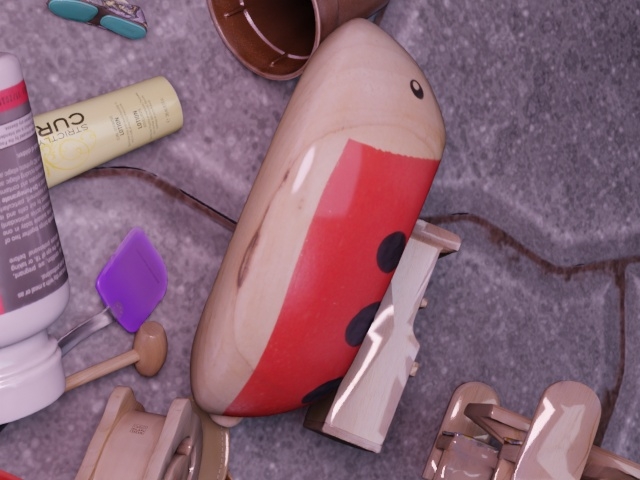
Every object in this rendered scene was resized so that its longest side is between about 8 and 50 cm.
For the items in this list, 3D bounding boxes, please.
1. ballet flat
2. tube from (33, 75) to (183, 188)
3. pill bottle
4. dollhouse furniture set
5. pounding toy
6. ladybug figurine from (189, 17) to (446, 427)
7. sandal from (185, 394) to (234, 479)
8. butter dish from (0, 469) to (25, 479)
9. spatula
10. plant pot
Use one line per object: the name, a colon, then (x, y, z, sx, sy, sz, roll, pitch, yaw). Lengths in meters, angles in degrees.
ballet flat: (-0.229, -0.239, 1.325, 0.114, 0.041, 0.041, 15, 85, -37)
tube: (-0.254, -0.097, 1.302, 0.240, 0.062, 0.070, -24, 66, -24)
pill bottle: (-0.327, 0.000, 1.177, 0.176, 0.176, 0.319, -20, 108, -34)
dollhouse furniture set: (0.215, 0.173, 1.509, 0.394, 0.362, 0.257, 23, 81, -6)
pounding toy: (-0.212, 0.225, 1.318, 0.154, 0.154, 0.270, 91, 12, -45)
ladybug figurine: (0.000, 0.000, 1.334, 0.161, 0.305, 0.449, 23, 106, 0)
sandal: (-0.134, 0.291, 1.426, 0.079, 0.088, 0.240, 43, 48, -68)
butter dish: (-0.302, 0.319, 1.264, 0.160, 0.118, 0.160, 34, 73, -35)
spatula: (-0.260, 0.110, 1.331, 0.296, 0.030, 0.084, -47, 124, -24)
plant pot: (-0.012, -0.283, 1.413, 0.165, 0.167, 0.167, -35, 114, -38)
